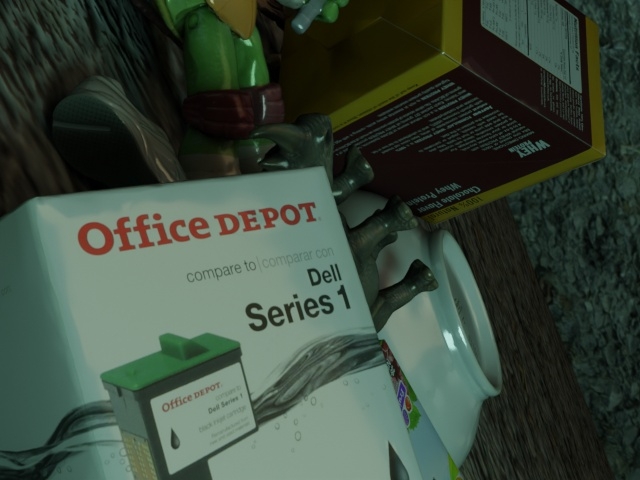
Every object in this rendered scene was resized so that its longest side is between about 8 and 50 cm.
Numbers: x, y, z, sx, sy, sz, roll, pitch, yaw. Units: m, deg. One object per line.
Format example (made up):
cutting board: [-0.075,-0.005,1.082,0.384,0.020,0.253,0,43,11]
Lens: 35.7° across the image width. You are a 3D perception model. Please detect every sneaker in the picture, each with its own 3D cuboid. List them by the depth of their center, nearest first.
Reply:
sneaker: [-0.095,-0.032,0.580,0.061,0.053,0.152,-86,151,-59]

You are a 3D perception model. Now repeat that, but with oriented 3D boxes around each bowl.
bowl: [0.063,0.076,0.821,0.298,0.134,0.298,57,22,-37]

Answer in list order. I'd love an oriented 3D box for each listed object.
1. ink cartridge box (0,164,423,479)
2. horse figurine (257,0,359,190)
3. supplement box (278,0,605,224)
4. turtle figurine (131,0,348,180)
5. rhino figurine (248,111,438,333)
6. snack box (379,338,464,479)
ink cartridge box: [-0.048,0.086,0.427,0.160,0.092,0.220,-11,81,-44]
horse figurine: [0.000,-0.131,0.958,0.174,0.066,0.263,-1,70,-78]
supplement box: [0.097,-0.127,0.818,0.194,0.191,0.129,23,59,-35]
turtle figurine: [-0.015,-0.150,0.652,0.198,0.274,0.266,-149,-123,-66]
rhino figurine: [0.000,0.000,0.605,0.073,0.106,0.243,48,-6,29]
snack box: [0.025,0.196,0.611,0.175,0.070,0.207,61,33,-32]
